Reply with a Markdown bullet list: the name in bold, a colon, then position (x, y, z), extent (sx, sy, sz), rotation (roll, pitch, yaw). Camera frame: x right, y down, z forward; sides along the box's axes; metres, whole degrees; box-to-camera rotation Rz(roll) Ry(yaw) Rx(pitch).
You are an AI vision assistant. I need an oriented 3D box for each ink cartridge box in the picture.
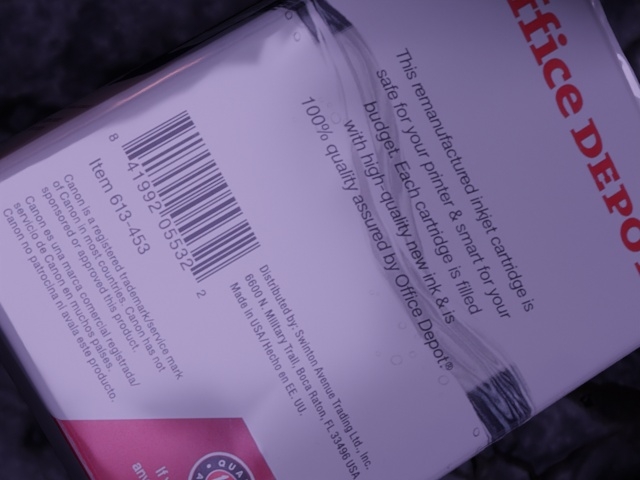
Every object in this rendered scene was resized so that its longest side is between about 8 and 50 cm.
- **ink cartridge box**: position (0.000, 0.000, 0.577), extent (0.237, 0.100, 0.172), rotation (-31, 103, -15)
